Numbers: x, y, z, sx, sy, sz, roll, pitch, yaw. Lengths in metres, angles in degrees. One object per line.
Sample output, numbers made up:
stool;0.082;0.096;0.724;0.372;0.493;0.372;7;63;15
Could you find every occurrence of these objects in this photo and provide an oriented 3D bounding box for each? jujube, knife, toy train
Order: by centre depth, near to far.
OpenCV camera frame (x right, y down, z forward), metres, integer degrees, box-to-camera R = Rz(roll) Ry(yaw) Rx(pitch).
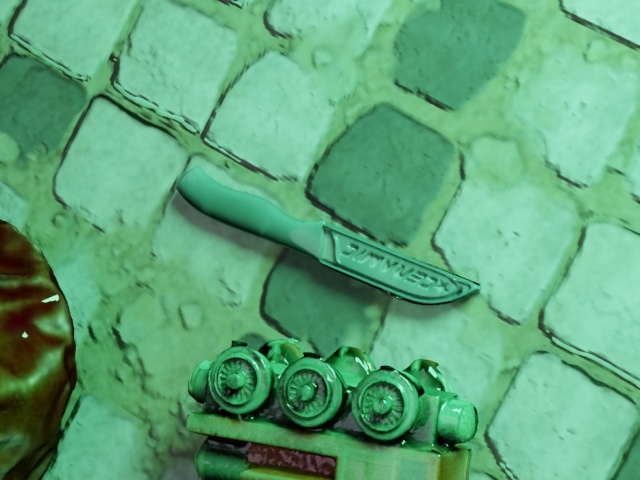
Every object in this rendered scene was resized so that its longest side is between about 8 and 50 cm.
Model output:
toy train;0.003;0.121;1.035;0.176;0.074;0.118;6;90;22
knife;-0.001;0.000;1.078;0.210;0.015;0.028;23;88;24
jujube;-0.297;0.130;1.103;0.216;0.216;0.342;49;119;20
